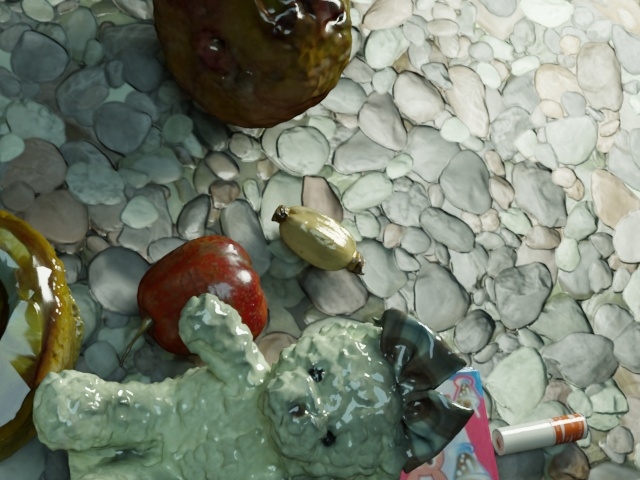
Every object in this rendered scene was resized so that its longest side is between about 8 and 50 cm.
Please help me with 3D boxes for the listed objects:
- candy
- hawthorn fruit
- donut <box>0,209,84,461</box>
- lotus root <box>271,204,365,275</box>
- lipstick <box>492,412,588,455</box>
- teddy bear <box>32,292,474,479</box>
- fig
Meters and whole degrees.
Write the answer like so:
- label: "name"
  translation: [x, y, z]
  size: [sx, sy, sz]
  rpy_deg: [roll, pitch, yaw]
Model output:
- label: "candy"
  translation: [0.145, 0.327, 1.753]
  size: [0.157, 0.100, 0.306]
  rpy_deg: [-3, 71, -19]
- label: "hawthorn fruit"
  translation: [-0.175, 0.083, 1.728]
  size: [0.203, 0.162, 0.162]
  rpy_deg: [-18, 77, -10]
- label: "donut"
  translation: [-0.446, 0.106, 1.625]
  size: [0.330, 0.160, 0.330]
  rpy_deg: [3, 66, -8]
- label: "lotus root"
  translation: [0.000, 0.000, 1.848]
  size: [0.150, 0.062, 0.073]
  rpy_deg: [33, 42, -5]
- label: "lipstick"
  translation: [0.303, 0.266, 1.853]
  size: [0.131, 0.038, 0.038]
  rpy_deg: [-7, 73, -18]
- label: "teddy bear"
  translation: [-0.077, 0.213, 1.560]
  size: [0.375, 0.362, 0.327]
  rpy_deg: [-1, 76, -45]
- label: "fig"
  translation: [-0.063, -0.331, 1.876]
  size: [0.286, 0.286, 0.368]
  rpy_deg: [38, 36, -1]
